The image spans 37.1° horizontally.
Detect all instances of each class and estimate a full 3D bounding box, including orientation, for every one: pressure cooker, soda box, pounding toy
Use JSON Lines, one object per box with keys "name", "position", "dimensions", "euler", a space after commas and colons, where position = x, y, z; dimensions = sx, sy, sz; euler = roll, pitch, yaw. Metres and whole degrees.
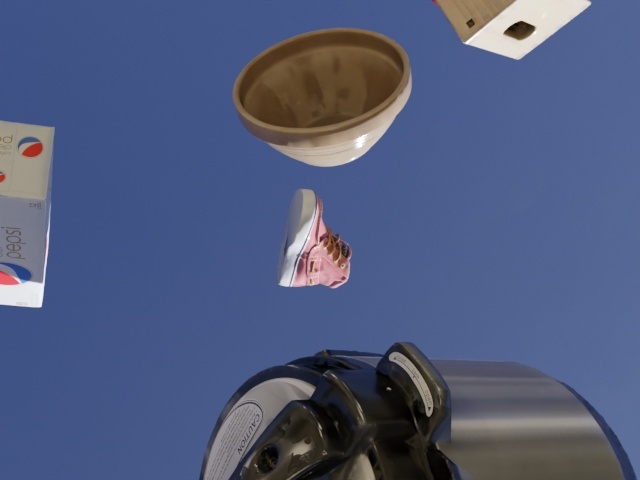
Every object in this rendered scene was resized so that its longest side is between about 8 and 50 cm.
{"name": "pressure cooker", "position": [0.067, 0.291, 0.951], "dimensions": [0.421, 0.376, 0.369], "euler": [6, -104, -35]}
{"name": "soda box", "position": [-0.275, -0.017, 0.841], "dimensions": [0.069, 0.216, 0.073], "euler": [5, -118, -14]}
{"name": "pounding toy", "position": [0.108, -0.263, 0.797], "dimensions": [0.181, 0.094, 0.206], "euler": [-6, -117, -58]}

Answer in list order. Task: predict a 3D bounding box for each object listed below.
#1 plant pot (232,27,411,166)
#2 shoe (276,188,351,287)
{"name": "plant pot", "position": [0.009, -0.178, 1.286], "dimensions": [0.238, 0.109, 0.237], "euler": [-8, -136, 7]}
{"name": "shoe", "position": [0.000, 0.000, 1.129], "dimensions": [0.081, 0.178, 0.063], "euler": [5, -123, -9]}
